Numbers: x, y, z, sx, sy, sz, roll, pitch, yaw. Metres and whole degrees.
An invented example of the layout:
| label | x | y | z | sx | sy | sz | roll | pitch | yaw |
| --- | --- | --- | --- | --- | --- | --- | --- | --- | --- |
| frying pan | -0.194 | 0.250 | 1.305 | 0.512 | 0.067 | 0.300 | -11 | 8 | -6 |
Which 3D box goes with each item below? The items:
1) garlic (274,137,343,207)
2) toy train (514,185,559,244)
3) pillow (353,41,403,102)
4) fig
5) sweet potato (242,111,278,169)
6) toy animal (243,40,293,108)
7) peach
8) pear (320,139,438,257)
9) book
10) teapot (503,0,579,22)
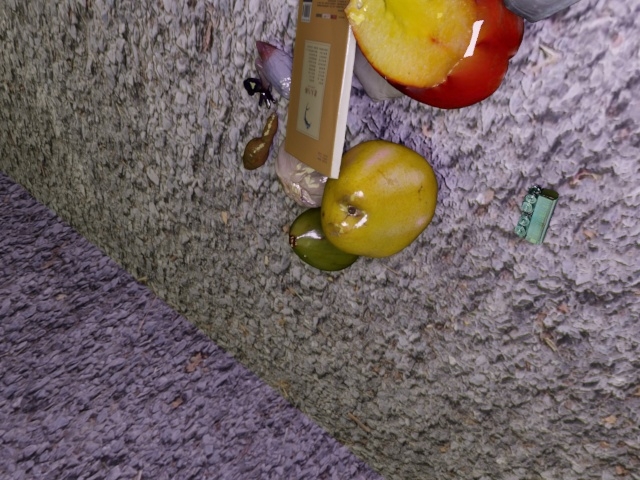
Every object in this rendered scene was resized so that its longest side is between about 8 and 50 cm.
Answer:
| label | x | y | z | sx | sy | sz | roll | pitch | yaw |
| --- | --- | --- | --- | --- | --- | --- | --- | --- | --- |
| garlic | -0.033 | -0.185 | 1.641 | 0.227 | 0.152 | 0.228 | 28 | 138 | 29 |
| toy train | 0.486 | -0.059 | 1.353 | 0.070 | 0.038 | 0.148 | 23 | 138 | 23 |
| pillow | 0.128 | -0.398 | 1.347 | 0.134 | 0.078 | 0.181 | -9 | 121 | 51 |
| fig | 0.000 | 0.000 | 1.730 | 0.202 | 0.225 | 0.203 | 16 | 112 | 45 |
| sweet potato | -0.180 | -0.272 | 1.767 | 0.075 | 0.075 | 0.269 | 44 | 140 | 3 |
| toy animal | -0.074 | -0.397 | 1.530 | 0.324 | 0.090 | 0.195 | 29 | 148 | 35 |
| peach | 0.199 | -0.403 | 1.105 | 0.338 | 0.281 | 0.281 | 30 | 143 | -4 |
| pear | 0.136 | -0.086 | 1.419 | 0.284 | 0.336 | 0.285 | 11 | 132 | 12 |
| book | -0.006 | -0.358 | 1.345 | 0.269 | 0.032 | 0.389 | 41 | 129 | 55 |
| teapot | 0.340 | -0.533 | 0.906 | 0.344 | 0.253 | 0.300 | 63 | 172 | -11 |
